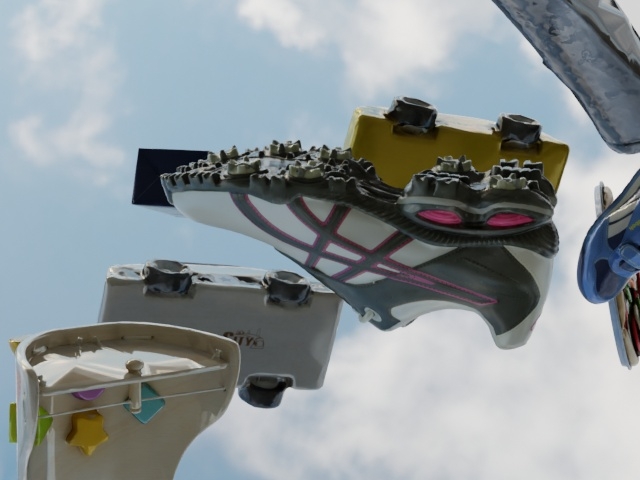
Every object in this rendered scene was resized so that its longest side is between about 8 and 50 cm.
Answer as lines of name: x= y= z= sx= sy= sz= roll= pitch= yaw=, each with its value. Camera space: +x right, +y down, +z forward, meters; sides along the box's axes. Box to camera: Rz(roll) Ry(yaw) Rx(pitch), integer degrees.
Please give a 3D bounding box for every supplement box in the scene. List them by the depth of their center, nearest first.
supplement box: x=-0.121 y=-0.053 z=1.458 sx=0.083 sy=0.083 sz=0.056 roll=4 pitch=-95 yaw=27

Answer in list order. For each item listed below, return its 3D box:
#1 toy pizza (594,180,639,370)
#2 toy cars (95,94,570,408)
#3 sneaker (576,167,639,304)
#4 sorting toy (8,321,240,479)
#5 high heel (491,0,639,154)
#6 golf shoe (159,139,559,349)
toy pizza: x=0.319 y=0.035 z=1.600 sx=0.032 sy=0.201 sz=0.201 roll=-9 pitch=-131 yaw=14
toy cars: x=0.000 y=0.000 z=1.131 sx=0.394 sy=0.176 sz=0.087 roll=-33 pitch=-148 yaw=-9
sneaker: x=0.252 y=-0.007 z=1.177 sx=0.053 sy=0.144 sz=0.059 roll=23 pitch=-165 yaw=-40
sorting toy: x=-0.075 y=0.069 z=0.515 sx=0.083 sy=0.075 sz=0.045 roll=-5 pitch=-164 yaw=-42
high heel: x=0.164 y=-0.137 z=0.503 sx=0.186 sy=0.261 sz=0.093 roll=44 pitch=-148 yaw=-37
golf shoe: x=0.018 y=0.001 z=0.999 sx=0.273 sy=0.120 sz=0.105 roll=8 pitch=-162 yaw=21
